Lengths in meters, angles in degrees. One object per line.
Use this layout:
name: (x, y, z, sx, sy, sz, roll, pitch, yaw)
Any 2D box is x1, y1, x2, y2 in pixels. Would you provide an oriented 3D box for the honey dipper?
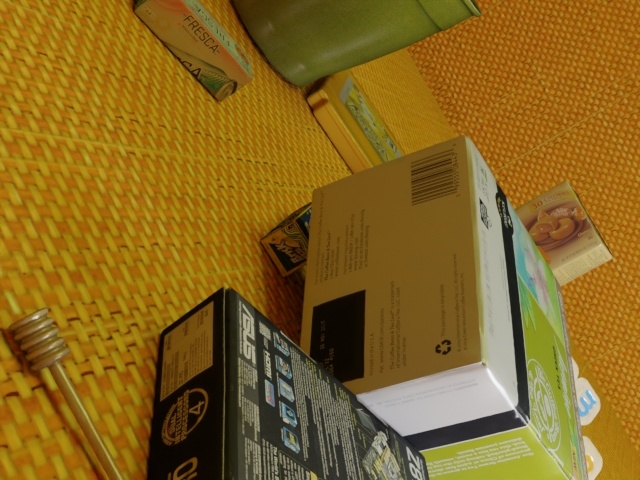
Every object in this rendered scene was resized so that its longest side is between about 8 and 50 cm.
honey dipper: (-0.171, 0.125, 0.672, 0.160, 0.030, 0.030, 63, 17, -2)

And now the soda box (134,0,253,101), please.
soda box: (-0.170, -0.276, 1.279, 0.183, 0.063, 0.058, 45, 22, -36)

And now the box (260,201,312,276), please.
box: (-0.023, -0.007, 1.255, 0.059, 0.054, 0.169, 58, 16, -5)

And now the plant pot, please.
plant pot: (0.041, -0.466, 1.697, 0.366, 0.353, 0.366, 51, 19, -26)

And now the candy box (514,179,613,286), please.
candy box: (0.445, 0.030, 2.056, 0.087, 0.316, 0.183, 37, 28, -49)

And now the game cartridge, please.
game cartridge: (0.086, -0.213, 1.914, 0.285, 0.053, 0.323, 55, 17, -14)

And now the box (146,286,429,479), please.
box: (-0.002, 0.266, 0.763, 0.318, 0.097, 0.395, 42, 23, -30)

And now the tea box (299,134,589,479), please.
tea box: (0.149, 0.120, 1.119, 0.323, 0.220, 0.329, 50, 32, -40)

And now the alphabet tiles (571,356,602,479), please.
alphabet tiles: (0.311, 0.294, 1.421, 0.278, 0.284, 0.021, 53, -27, -15)
